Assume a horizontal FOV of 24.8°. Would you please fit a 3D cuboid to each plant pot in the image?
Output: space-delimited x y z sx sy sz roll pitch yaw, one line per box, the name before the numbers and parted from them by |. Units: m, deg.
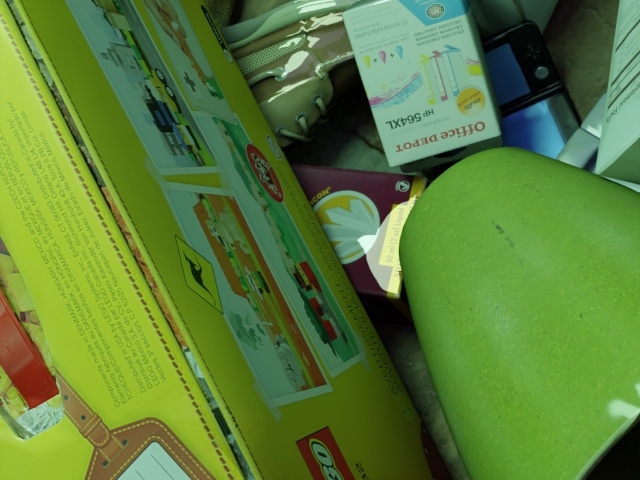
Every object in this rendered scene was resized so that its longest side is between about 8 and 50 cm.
plant pot | 0.184 0.069 1.005 0.275 0.275 0.293 -39 48 2

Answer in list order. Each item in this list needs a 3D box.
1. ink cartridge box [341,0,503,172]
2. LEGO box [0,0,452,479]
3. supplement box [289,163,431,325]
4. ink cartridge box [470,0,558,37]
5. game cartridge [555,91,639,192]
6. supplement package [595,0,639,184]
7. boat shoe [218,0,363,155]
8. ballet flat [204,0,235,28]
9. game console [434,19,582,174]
ink cartridge box | 0.084 -0.126 1.127 0.092 0.090 0.143 -16 101 11
LEGO box | -0.137 0.021 0.970 0.193 0.372 0.500 -29 82 15
supplement box | 0.000 0.000 1.185 0.188 0.081 0.104 7 72 24
ink cartridge box | 0.095 -0.303 1.252 0.273 0.114 0.197 21 77 27
game cartridge | 0.382 -0.055 1.075 0.355 0.068 0.230 35 80 29
supplement package | 0.323 -0.171 0.962 0.199 0.198 0.262 13 72 -6
boat shoe | -0.038 -0.126 1.233 0.324 0.123 0.116 -12 77 12
ballet flat | -0.111 -0.323 1.340 0.123 0.123 0.348 4 70 22
game console | 0.142 -0.100 1.180 0.122 0.107 0.071 -24 34 10
